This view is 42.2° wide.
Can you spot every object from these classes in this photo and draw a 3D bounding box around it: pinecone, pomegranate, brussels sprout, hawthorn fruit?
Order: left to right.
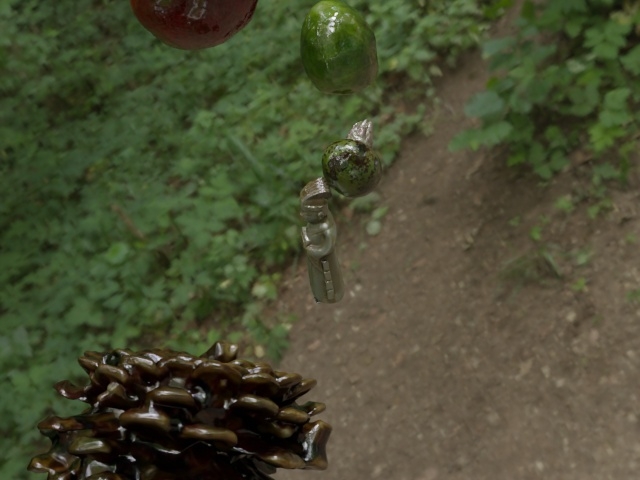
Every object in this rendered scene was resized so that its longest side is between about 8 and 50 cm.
[{"bbox_3d":[-0.192,0.304,1.121,0.397,0.398,0.398,-31,9,6],"label":"pinecone"},{"bbox_3d":[-0.188,-0.384,1.223,0.215,0.215,0.249,-33,15,-6],"label":"hawthorn fruit"},{"bbox_3d":[0.032,-0.338,1.487,0.143,0.181,0.161,-39,44,5],"label":"brussels sprout"},{"bbox_3d":[0.062,-0.170,1.734,0.125,0.163,0.138,-18,-27,22],"label":"pomegranate"}]

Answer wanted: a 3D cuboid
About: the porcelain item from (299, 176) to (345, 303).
[{"bbox_3d":[0.000,0.000,1.209,0.054,0.213,0.084,-14,47,-6],"label":"porcelain item"}]
